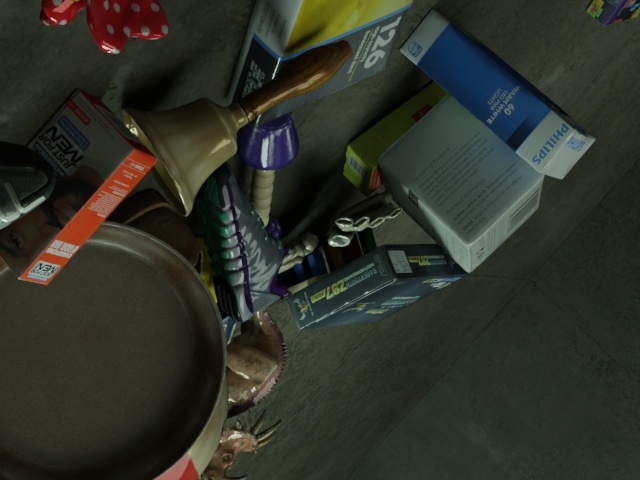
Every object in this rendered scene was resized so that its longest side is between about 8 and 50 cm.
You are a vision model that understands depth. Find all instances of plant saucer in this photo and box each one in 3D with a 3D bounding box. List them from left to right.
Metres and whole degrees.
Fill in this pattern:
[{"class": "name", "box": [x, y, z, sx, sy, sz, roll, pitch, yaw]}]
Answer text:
[{"class": "plant saucer", "box": [-0.257, 0.128, 1.228, 0.310, 0.310, 0.050, -43, -162, -7]}]

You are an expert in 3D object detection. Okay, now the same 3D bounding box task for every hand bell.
[{"class": "hand bell", "box": [-0.070, -0.140, 1.177, 0.242, 0.126, 0.126, -32, 159, -13]}]

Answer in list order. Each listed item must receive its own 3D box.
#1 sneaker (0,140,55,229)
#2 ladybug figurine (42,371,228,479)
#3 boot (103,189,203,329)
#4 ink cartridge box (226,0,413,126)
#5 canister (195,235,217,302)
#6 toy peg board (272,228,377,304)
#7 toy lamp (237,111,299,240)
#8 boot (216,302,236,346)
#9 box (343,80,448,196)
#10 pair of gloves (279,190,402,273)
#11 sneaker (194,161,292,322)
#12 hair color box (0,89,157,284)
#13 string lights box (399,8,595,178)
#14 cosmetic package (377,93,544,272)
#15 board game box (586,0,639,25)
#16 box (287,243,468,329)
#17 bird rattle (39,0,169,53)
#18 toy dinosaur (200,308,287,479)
[{"class": "sneaker", "box": [-0.349, -0.005, 1.014, 0.229, 0.086, 0.132, -22, 157, -28]}, {"class": "ladybug figurine", "box": [-0.303, 0.271, 1.365, 0.449, 0.162, 0.305, -32, 125, -8]}, {"class": "boot", "box": [-0.267, 0.074, 1.279, 0.305, 0.115, 0.112, -38, 162, -15]}, {"class": "ink cartridge box", "box": [0.055, -0.293, 1.263, 0.307, 0.072, 0.303, -28, 154, -36]}, {"class": "canister", "box": [-0.190, 0.080, 1.514, 0.126, 0.073, 0.170, -15, 143, -57]}, {"class": "toy peg board", "box": [0.007, 0.035, 1.786, 0.161, 0.079, 0.161, -13, 172, -34]}, {"class": "toy lamp", "box": [-0.073, -0.079, 1.427, 0.080, 0.080, 0.274, -36, 162, -26]}, {"class": "boot", "box": [-0.161, 0.132, 1.609, 0.086, 0.069, 0.190, 119, -9, -77]}, {"class": "box", "box": [0.138, -0.166, 1.707, 0.232, 0.058, 0.087, -36, 161, -22]}, {"class": "pair of gloves", "box": [0.000, 0.000, 1.626, 0.240, 0.042, 0.204, -27, -177, -3]}, {"class": "sneaker", "box": [-0.092, -0.010, 1.418, 0.098, 0.083, 0.223, -22, 125, -25]}, {"class": "hair color box", "box": [-0.248, -0.050, 1.091, 0.167, 0.093, 0.053, -48, 160, 7]}, {"class": "string lights box", "box": [0.242, -0.198, 1.546, 0.076, 0.260, 0.133, -51, 160, 15]}, {"class": "cosmetic package", "box": [0.202, -0.081, 1.636, 0.151, 0.184, 0.151, -43, 162, -6]}, {"class": "board game box", "box": [0.554, -0.461, 1.978, 0.141, 0.048, 0.170, -25, 153, -48]}, {"class": "box", "box": [0.089, 0.068, 1.694, 0.183, 0.059, 0.233, -29, 164, 30]}, {"class": "bird rattle", "box": [-0.165, -0.243, 0.830, 0.253, 0.143, 0.206, -4, 120, -67]}, {"class": "toy dinosaur", "box": [-0.118, 0.214, 1.720, 0.295, 0.200, 0.127, -56, 158, 10]}]
